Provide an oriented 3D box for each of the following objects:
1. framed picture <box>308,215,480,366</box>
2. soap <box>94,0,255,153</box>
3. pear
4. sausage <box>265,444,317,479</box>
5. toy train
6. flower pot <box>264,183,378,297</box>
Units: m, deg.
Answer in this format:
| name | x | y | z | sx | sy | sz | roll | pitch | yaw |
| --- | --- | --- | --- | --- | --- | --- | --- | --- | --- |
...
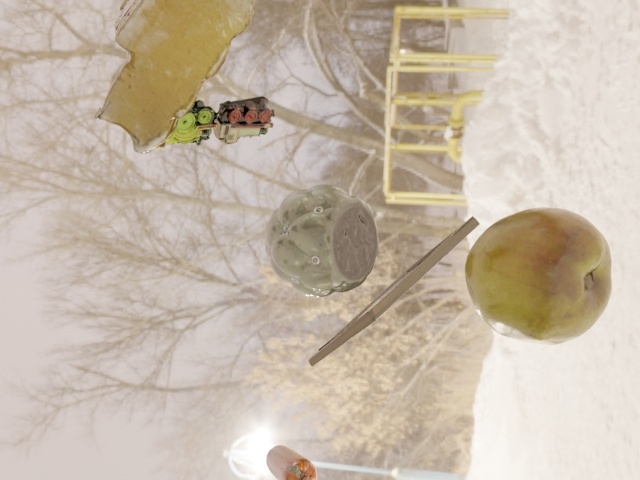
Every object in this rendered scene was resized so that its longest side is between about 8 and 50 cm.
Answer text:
| name | x | y | z | sx | sy | sz | roll | pitch | yaw |
| --- | --- | --- | --- | --- | --- | --- | --- | --- | --- |
| framed picture | 0.178 | 0.125 | 1.550 | 0.446 | 0.028 | 0.326 | -36 | -7 | -38 |
| soap | -0.257 | -0.347 | 1.046 | 0.304 | 0.169 | 0.338 | -49 | 32 | 17 |
| pear | 0.298 | 0.048 | 0.861 | 0.200 | 0.200 | 0.199 | 3 | -90 | -83 |
| sausage | -0.054 | 0.370 | 1.033 | 0.348 | 0.053 | 0.053 | 125 | 152 | -73 |
| toy train | -0.194 | -0.208 | 1.113 | 0.053 | 0.250 | 0.085 | 49 | 138 | 38 |
| flower pot | 0.000 | 0.000 | 1.359 | 0.246 | 0.195 | 0.245 | -4 | -84 | -49 |
